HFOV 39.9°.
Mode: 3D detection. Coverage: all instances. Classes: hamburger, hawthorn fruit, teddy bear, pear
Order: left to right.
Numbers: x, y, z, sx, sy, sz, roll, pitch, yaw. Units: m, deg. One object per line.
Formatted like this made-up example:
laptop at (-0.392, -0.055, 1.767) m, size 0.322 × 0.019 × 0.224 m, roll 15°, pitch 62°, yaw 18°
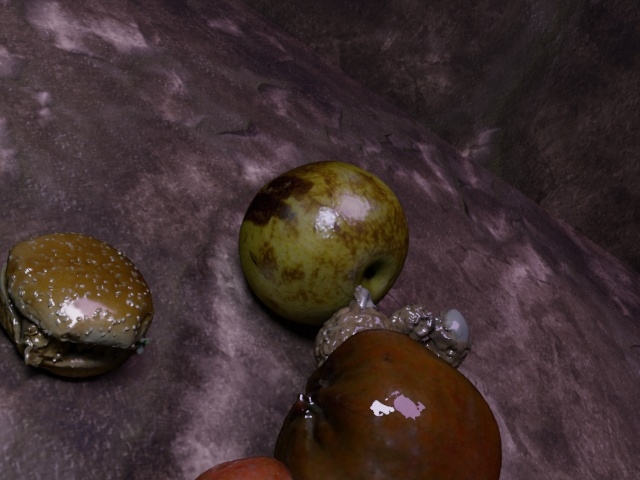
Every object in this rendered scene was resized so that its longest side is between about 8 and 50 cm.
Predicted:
hamburger at (-0.309, 0.067, 1.117) m, size 0.189 × 0.122 × 0.215 m, roll 11°, pitch 34°, yaw -38°
hawthorn fruit at (-0.100, 0.312, 0.984) m, size 0.189 × 0.149 × 0.149 m, roll 6°, pitch 28°, yaw 4°
pear at (0.000, 0.000, 1.434) m, size 0.283 × 0.283 × 0.283 m, roll 29°, pitch 28°, yaw -17°
teddy bear at (0.098, 0.193, 1.337) m, size 0.256 × 0.156 × 0.267 m, roll 40°, pitch 58°, yaw -38°
hawthorn fruit at (0.103, 0.269, 1.124) m, size 0.301 × 0.268 × 0.267 m, roll 31°, pitch 27°, yaw -16°
